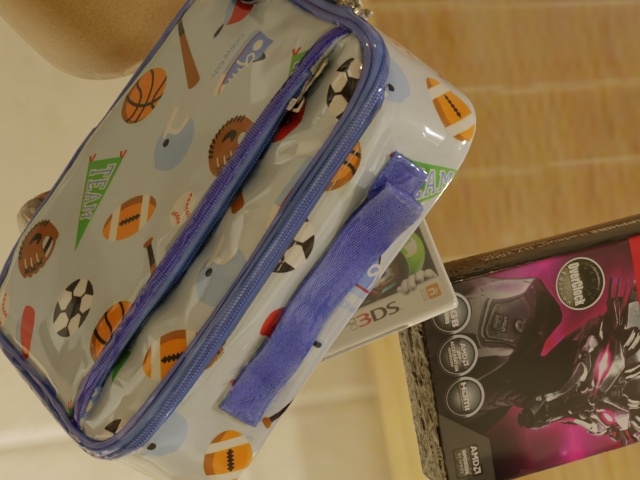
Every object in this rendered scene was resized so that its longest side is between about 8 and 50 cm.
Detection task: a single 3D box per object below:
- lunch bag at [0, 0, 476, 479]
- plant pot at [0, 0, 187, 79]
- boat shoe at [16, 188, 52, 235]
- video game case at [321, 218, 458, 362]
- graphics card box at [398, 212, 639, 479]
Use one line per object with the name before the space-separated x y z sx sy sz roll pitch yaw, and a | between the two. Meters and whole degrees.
lunch bag | -0.053 -0.014 1.067 0.303 0.115 0.243 -56 -146 4
plant pot | -0.262 -0.309 1.792 0.237 0.254 0.237 -7 -107 23
boat shoe | -0.206 0.023 1.863 0.123 0.116 0.324 44 -8 26
video game case | 0.000 0.000 1.508 0.022 0.173 0.190 52 16 -70
graphics card box | 0.272 0.109 1.950 0.094 0.371 0.232 -147 -134 -70
